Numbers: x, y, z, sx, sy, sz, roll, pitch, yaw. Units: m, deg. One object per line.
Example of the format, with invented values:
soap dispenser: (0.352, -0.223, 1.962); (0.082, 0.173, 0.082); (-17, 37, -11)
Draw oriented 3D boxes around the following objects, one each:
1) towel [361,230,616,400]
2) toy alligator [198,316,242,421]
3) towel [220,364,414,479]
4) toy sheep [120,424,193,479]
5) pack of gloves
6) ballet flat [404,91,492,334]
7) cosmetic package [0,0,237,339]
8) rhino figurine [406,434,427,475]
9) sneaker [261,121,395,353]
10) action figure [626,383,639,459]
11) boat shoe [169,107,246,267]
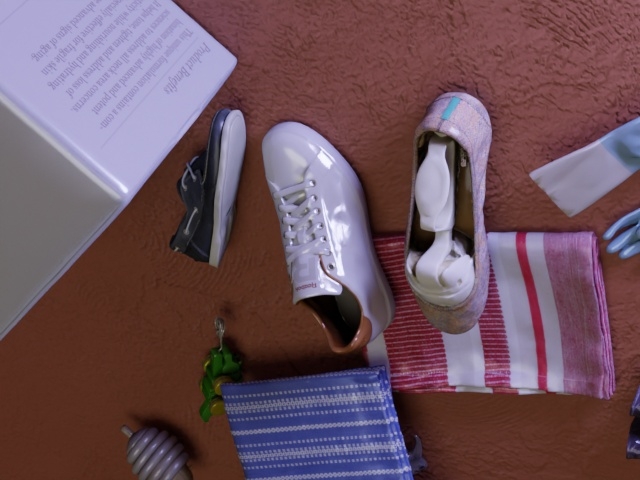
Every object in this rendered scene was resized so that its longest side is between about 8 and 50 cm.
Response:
towel: (0.192, 0.094, 1.761); (0.329, 0.037, 0.237); (-1, 122, 23)
toy alligator: (-0.129, 0.176, 1.941); (0.051, 0.056, 0.190); (-7, 131, -25)
towel: (0.017, 0.330, 1.909); (0.243, 0.040, 0.336); (-9, 107, 22)
toy sheep: (-0.239, 0.315, 2.060); (0.132, 0.091, 0.091); (35, 129, 2)
pack of gloves: (0.383, -0.074, 1.573); (0.232, 0.046, 0.195); (-28, 124, 34)
ballet flat: (0.137, -0.014, 1.636); (0.107, 0.106, 0.316); (7, 118, 21)
cosmetic package: (-0.378, -0.167, 1.618); (0.393, 0.329, 0.327); (41, 127, -8)
rhino figurine: (0.063, 0.355, 1.964); (0.106, 0.073, 0.243); (33, 115, -10)
sneaker: (0.000, 0.000, 1.699); (0.106, 0.123, 0.290); (-19, 102, 33)
action figure: (0.509, 0.245, 1.678); (0.285, 0.099, 0.185); (20, 145, 22)
boat shoe: (-0.142, -0.066, 1.751); (0.079, 0.084, 0.233); (20, 131, 7)
